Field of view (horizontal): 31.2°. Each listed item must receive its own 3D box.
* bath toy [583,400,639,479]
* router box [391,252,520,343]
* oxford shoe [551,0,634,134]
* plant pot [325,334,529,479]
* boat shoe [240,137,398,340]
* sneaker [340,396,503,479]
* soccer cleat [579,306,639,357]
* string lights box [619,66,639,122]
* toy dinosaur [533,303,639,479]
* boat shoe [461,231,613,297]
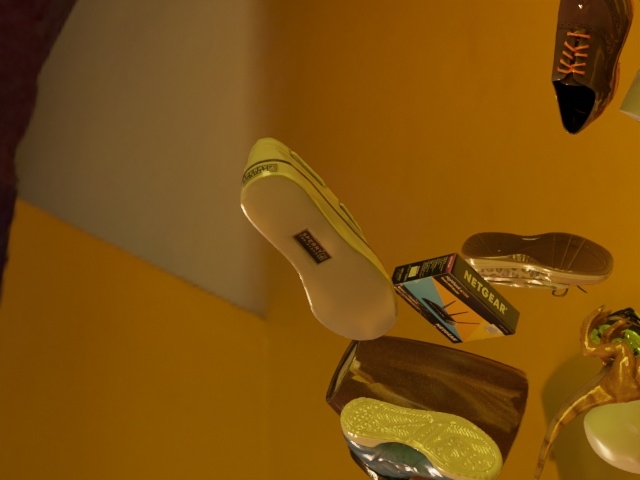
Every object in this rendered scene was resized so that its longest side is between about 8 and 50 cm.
[{"bbox_3d":[0.369,0.234,1.051,0.151,0.348,0.129,3,-59,-19],"label":"bath toy"},{"bbox_3d":[0.219,0.097,1.871,0.133,0.046,0.179,-16,-47,45],"label":"router box"},{"bbox_3d":[0.354,-0.258,1.520,0.096,0.098,0.271,14,-39,27],"label":"oxford shoe"},{"bbox_3d":[0.132,0.224,1.575,0.230,0.215,0.215,27,-44,-5],"label":"plant pot"},{"bbox_3d":[0.000,0.000,1.231,0.096,0.088,0.267,-28,-54,21],"label":"boat shoe"},{"bbox_3d":[0.093,0.197,1.056,0.152,0.058,0.085,13,-34,16],"label":"sneaker"},{"bbox_3d":[0.399,0.117,1.509,0.072,0.060,0.179,-39,1,-8],"label":"soccer cleat"},{"bbox_3d":[0.553,-0.186,1.615,0.259,0.076,0.133,22,-85,-33],"label":"string lights box"},{"bbox_3d":[0.260,0.120,1.001,0.211,0.112,0.064,-21,-36,2],"label":"toy dinosaur"},{"bbox_3d":[0.406,0.046,2.134,0.285,0.104,0.089,8,-46,30],"label":"boat shoe"}]
